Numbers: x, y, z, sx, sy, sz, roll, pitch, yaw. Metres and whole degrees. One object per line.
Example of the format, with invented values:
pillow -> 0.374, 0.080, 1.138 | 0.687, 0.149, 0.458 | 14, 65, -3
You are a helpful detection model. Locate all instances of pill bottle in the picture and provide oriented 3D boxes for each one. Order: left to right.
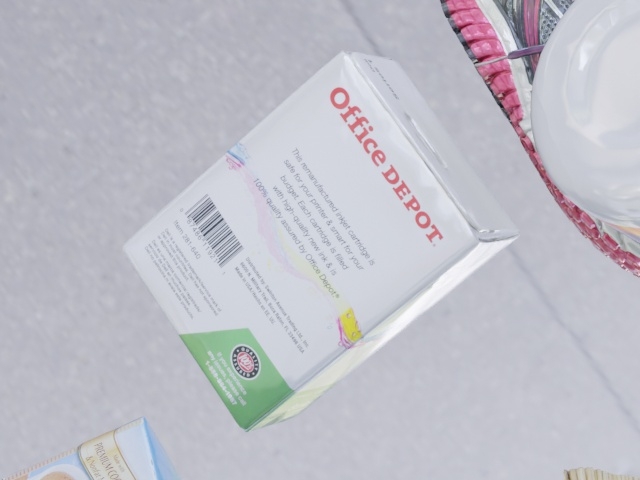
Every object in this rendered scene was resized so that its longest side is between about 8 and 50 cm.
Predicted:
pill bottle -> 0.293, -0.054, 1.273 | 0.323, 0.181, 0.181 | 26, 104, -45

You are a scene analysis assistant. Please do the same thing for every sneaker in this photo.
sneaker -> 0.200, -0.101, 1.469 | 0.112, 0.299, 0.121 | -30, 159, 7

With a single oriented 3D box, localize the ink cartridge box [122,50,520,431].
ink cartridge box -> 0.000, 0.000, 1.657 | 0.278, 0.201, 0.117 | -40, 166, 21

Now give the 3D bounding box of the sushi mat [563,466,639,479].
sushi mat -> 0.249, 0.330, 1.442 | 0.019, 0.316, 0.151 | -19, 160, 34

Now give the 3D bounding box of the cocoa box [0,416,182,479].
cocoa box -> -0.166, 0.351, 1.484 | 0.228, 0.347, 0.231 | -25, 122, 1
